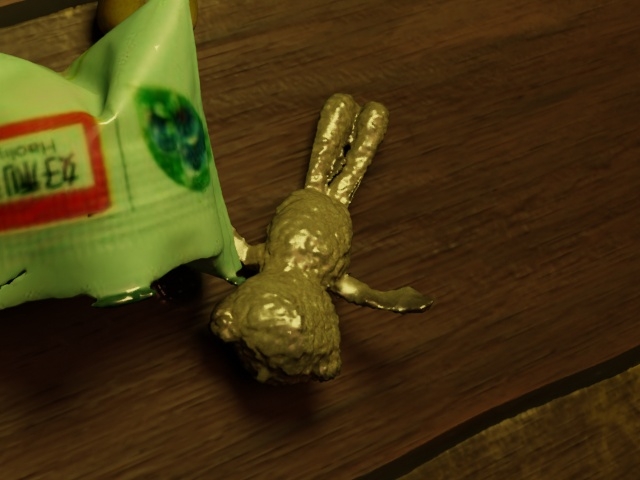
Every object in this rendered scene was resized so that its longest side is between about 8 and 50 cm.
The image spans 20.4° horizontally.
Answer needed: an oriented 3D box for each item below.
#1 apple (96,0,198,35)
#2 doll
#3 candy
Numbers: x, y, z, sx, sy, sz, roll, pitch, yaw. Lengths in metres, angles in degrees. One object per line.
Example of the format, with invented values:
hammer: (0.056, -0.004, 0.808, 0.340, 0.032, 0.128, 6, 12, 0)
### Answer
apple: (-0.152, -0.202, 1.557, 0.089, 0.089, 0.074, -8, 100, -34)
doll: (-0.016, -0.005, 1.610, 0.202, 0.091, 0.286, 2, 68, -24)
candy: (-0.258, -0.053, 1.411, 0.398, 0.172, 0.263, -12, 98, -22)
